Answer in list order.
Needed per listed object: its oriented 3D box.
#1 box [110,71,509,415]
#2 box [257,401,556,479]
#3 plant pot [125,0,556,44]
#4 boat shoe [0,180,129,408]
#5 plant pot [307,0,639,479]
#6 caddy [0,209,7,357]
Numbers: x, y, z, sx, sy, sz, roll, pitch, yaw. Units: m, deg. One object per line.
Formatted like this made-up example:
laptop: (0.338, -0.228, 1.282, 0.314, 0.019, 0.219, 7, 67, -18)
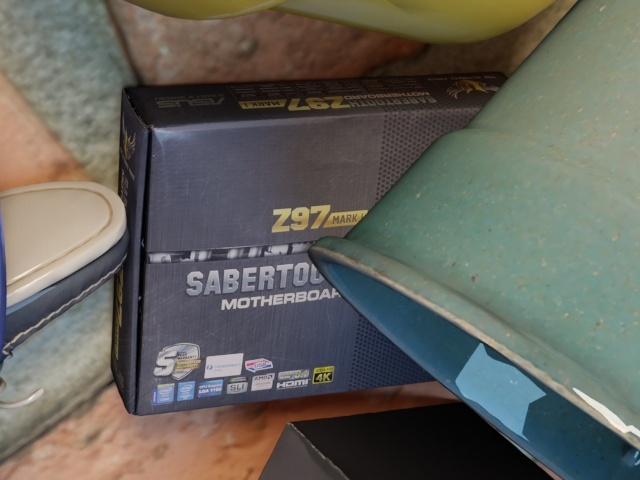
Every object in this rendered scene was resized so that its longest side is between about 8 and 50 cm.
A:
box: (0.000, 0.000, 0.854, 0.233, 0.059, 0.183, -4, 120, -21)
box: (0.013, 0.238, 0.943, 0.184, 0.103, 0.261, 0, 122, -53)
plant pot: (0.007, -0.198, 0.640, 0.239, 0.254, 0.254, 21, 110, -48)
boat shoe: (-0.208, 0.055, 0.775, 0.254, 0.095, 0.079, -30, 127, -10)
plant pot: (0.226, -0.024, 0.712, 0.341, 0.341, 0.334, 40, 83, -35)
caddy: (-0.225, -0.046, 0.586, 0.179, 0.241, 0.341, -9, 145, 9)
